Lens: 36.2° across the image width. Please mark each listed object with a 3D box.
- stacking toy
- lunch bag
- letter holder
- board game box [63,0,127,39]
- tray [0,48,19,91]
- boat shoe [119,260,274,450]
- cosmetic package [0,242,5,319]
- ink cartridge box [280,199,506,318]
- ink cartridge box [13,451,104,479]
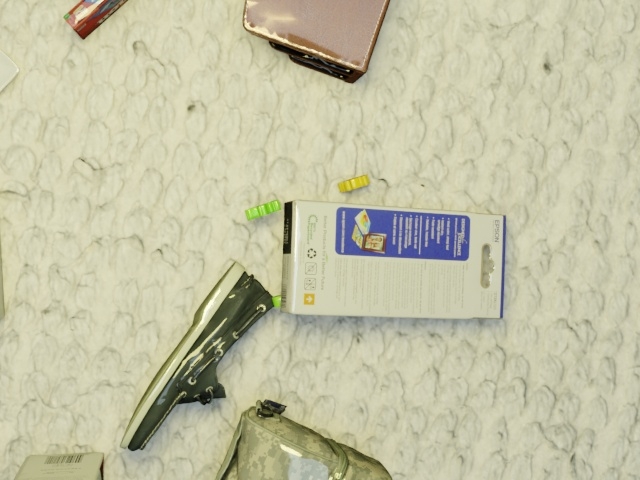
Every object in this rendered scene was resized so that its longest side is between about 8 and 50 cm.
[{"bbox_3d":[0.000,0.000,1.580,0.221,0.052,0.167,-18,95,-19],"label":"stacking toy"},{"bbox_3d":[-0.059,0.434,1.540,0.256,0.212,0.305,25,90,-9],"label":"lunch bag"},{"bbox_3d":[0.010,-0.428,1.524,0.214,0.152,0.301,19,91,-6],"label":"letter holder"},{"bbox_3d":[-0.271,-0.415,1.490,0.281,0.145,0.027,-43,100,-2],"label":"board game box"},{"bbox_3d":[-0.612,-0.305,1.512,0.270,0.030,0.145,43,87,-8],"label":"tray"},{"bbox_3d":[-0.187,0.202,1.551,0.113,0.127,0.340,34,75,-8],"label":"boat shoe"},{"bbox_3d":[-0.608,0.022,1.480,0.224,0.138,0.224,-2,93,-7],"label":"cosmetic package"},{"bbox_3d":[0.120,0.034,1.561,0.371,0.069,0.175,3,88,-18],"label":"ink cartridge box"},{"bbox_3d":[-0.397,0.509,1.473,0.130,0.272,0.309,-1,95,-7],"label":"ink cartridge box"}]
